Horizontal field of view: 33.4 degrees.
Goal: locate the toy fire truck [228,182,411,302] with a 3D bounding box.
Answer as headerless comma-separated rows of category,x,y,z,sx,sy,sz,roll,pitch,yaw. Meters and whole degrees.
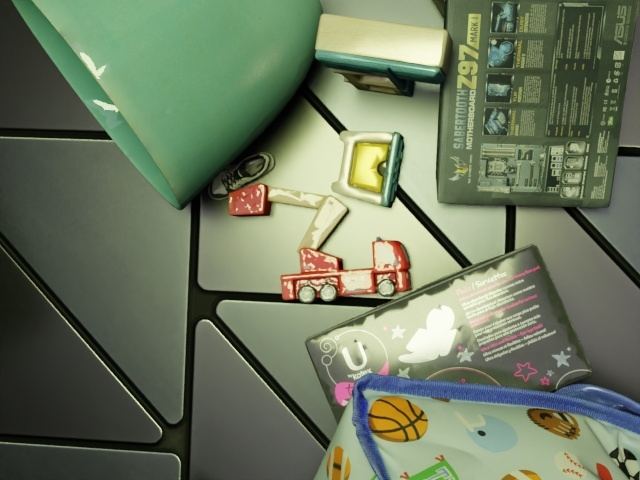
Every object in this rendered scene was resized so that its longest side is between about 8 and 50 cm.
toy fire truck,0.000,0.000,1.172,0.192,0.047,0.135,-5,87,6

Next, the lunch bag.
lunch bag,0.171,0.303,0.987,0.385,0.239,0.328,7,131,-16

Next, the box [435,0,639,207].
box,0.214,-0.148,1.089,0.183,0.059,0.233,1,119,4

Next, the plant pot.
plant pot,-0.140,-0.216,1.084,0.235,0.293,0.293,-38,85,-10

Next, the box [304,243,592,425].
box,0.130,0.114,1.097,0.247,0.163,0.142,-22,83,6

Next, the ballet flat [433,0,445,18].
ballet flat,0.166,-0.261,1.130,0.095,0.096,0.280,-43,85,2

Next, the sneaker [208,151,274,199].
sneaker,-0.092,-0.075,1.189,0.083,0.037,0.032,-33,87,7

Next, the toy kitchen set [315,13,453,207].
toy kitchen set,0.067,-0.119,1.080,0.122,0.207,0.166,10,91,13
